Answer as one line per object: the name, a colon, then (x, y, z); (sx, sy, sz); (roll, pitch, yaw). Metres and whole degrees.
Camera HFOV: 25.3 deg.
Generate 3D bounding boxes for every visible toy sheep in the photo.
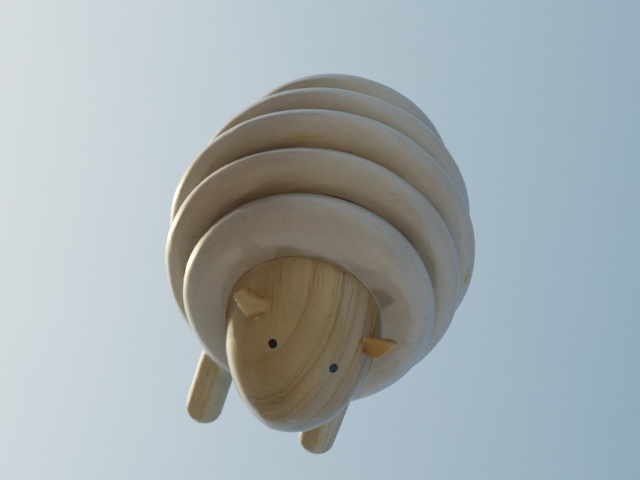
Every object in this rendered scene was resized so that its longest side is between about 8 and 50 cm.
toy sheep: (0.000, 0.000, 0.387); (0.091, 0.091, 0.132); (-45, -157, 32)
